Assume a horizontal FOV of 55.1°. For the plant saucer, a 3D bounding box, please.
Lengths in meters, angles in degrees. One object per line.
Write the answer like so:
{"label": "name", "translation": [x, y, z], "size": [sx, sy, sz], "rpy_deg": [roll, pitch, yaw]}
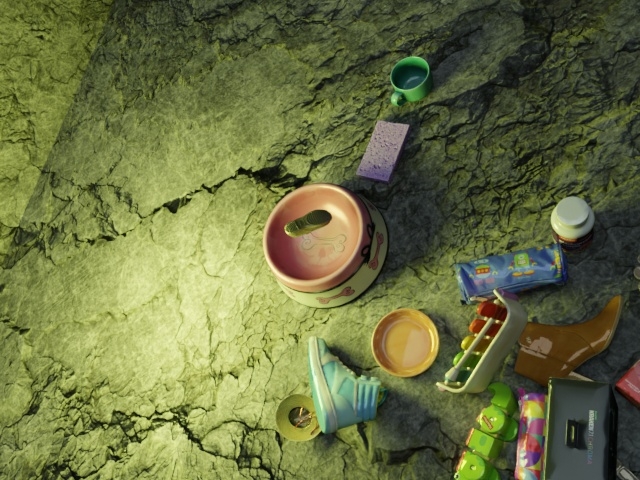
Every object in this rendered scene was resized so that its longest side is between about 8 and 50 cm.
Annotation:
{"label": "plant saucer", "translation": [0.248, 0.298, 1.777], "size": [0.200, 0.037, 0.200], "rpy_deg": [-8, 68, 21]}

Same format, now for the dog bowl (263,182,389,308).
{"label": "dog bowl", "translation": [0.000, 0.000, 1.930], "size": [0.408, 0.150, 0.408], "rpy_deg": [-8, 67, 19]}

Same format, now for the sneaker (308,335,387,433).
{"label": "sneaker", "translation": [0.077, 0.403, 1.776], "size": [0.208, 0.127, 0.319], "rpy_deg": [-6, 43, -8]}

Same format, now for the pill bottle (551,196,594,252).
{"label": "pill bottle", "translation": [0.674, -0.044, 1.640], "size": [0.108, 0.193, 0.108], "rpy_deg": [-8, 68, 20]}

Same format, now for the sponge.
{"label": "sponge", "translation": [0.209, -0.294, 2.022], "size": [0.117, 0.031, 0.210], "rpy_deg": [16, 78, 27]}

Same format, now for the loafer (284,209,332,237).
{"label": "loafer", "translation": [-0.036, -0.050, 1.853], "size": [0.148, 0.050, 0.056], "rpy_deg": [-17, 68, -1]}

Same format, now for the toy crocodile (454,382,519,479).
{"label": "toy crocodile", "translation": [0.420, 0.530, 1.575], "size": [0.105, 0.115, 0.340], "rpy_deg": [15, 74, 46]}

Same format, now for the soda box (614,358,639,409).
{"label": "soda box", "translation": [0.843, 0.409, 1.460], "size": [0.092, 0.083, 0.263], "rpy_deg": [-47, 60, 0]}

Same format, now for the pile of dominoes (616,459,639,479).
{"label": "pile of dominoes", "translation": [0.639, 0.586, 1.518], "size": [0.196, 0.040, 0.251], "rpy_deg": [-45, 52, 2]}

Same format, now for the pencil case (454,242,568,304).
{"label": "pencil case", "translation": [0.523, 0.096, 1.690], "size": [0.306, 0.119, 0.133], "rpy_deg": [-14, 41, 18]}

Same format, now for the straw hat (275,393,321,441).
{"label": "straw hat", "translation": [-0.058, 0.521, 1.805], "size": [0.144, 0.061, 0.144], "rpy_deg": [-1, 77, 5]}

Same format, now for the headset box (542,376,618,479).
{"label": "headset box", "translation": [0.599, 0.465, 1.401], "size": [0.131, 0.283, 0.246], "rpy_deg": [0, 67, 29]}

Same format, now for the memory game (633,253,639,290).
{"label": "memory game", "translation": [0.916, 0.086, 1.594], "size": [0.186, 0.012, 0.186], "rpy_deg": [-8, 67, 20]}

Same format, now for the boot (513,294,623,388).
{"label": "boot", "translation": [0.639, 0.245, 1.597], "size": [0.211, 0.104, 0.295], "rpy_deg": [22, 84, 28]}

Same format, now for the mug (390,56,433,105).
{"label": "mug", "translation": [0.295, -0.521, 2.035], "size": [0.157, 0.097, 0.129], "rpy_deg": [-26, 63, 12]}

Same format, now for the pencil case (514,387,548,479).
{"label": "pencil case", "translation": [0.538, 0.497, 1.535], "size": [0.104, 0.104, 0.236], "rpy_deg": [0, 65, 22]}

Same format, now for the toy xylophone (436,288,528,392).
{"label": "toy xylophone", "translation": [0.416, 0.271, 1.590], "size": [0.081, 0.236, 0.323], "rpy_deg": [37, 95, 40]}
